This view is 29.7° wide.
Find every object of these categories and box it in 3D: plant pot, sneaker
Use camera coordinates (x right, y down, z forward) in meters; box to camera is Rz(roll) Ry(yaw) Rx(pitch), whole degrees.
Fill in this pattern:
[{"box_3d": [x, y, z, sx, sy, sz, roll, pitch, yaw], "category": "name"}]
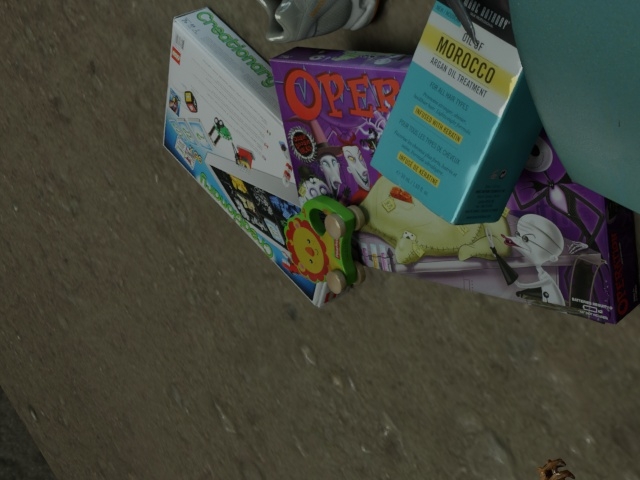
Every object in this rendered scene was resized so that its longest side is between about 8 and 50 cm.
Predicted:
[{"box_3d": [0.227, -0.136, 0.760, 0.165, 0.166, 0.234, 33, 147, 40], "category": "plant pot"}, {"box_3d": [-0.051, -0.298, 1.087, 0.262, 0.121, 0.099, 61, 150, 4], "category": "sneaker"}]

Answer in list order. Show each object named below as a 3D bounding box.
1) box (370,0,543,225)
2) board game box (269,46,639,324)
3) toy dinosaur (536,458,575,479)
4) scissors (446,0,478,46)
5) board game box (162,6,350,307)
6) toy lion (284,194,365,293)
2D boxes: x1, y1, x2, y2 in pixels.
[{"box_3d": [0.130, -0.140, 0.906, 0.100, 0.060, 0.244, 39, 119, 35], "category": "box"}, {"box_3d": [0.108, -0.058, 1.056, 0.347, 0.056, 0.208, 12, 119, 43], "category": "board game box"}, {"box_3d": [0.296, 0.293, 0.919, 0.322, 0.218, 0.164, 59, 150, 7], "category": "toy dinosaur"}, {"box_3d": [0.065, -0.251, 0.941, 0.109, 0.021, 0.297, -42, 53, 51], "category": "scissors"}, {"box_3d": [-0.066, -0.093, 1.335, 0.305, 0.053, 0.193, 46, 145, 27], "category": "board game box"}, {"box_3d": [0.000, 0.000, 1.156, 0.096, 0.034, 0.100, 32, 136, 40], "category": "toy lion"}]
